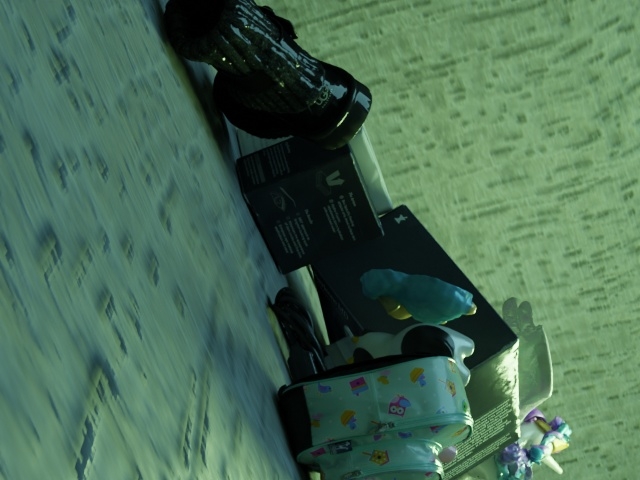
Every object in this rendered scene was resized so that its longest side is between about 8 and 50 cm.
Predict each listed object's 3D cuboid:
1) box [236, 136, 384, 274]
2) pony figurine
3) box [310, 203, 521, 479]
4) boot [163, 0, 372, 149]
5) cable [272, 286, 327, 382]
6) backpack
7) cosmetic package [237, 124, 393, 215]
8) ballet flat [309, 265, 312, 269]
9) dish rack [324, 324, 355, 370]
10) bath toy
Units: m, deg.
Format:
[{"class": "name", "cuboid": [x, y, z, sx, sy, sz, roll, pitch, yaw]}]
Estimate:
[{"class": "box", "cuboid": [-0.014, -0.059, 1.896, 0.093, 0.158, 0.156, -107, 175, -52]}, {"class": "pony figurine", "cuboid": [0.260, 0.308, 2.340, 0.302, 0.363, 0.351, -13, -79, 55]}, {"class": "box", "cuboid": [0.142, 0.161, 2.026, 0.296, 0.182, 0.294, 52, -16, 34]}, {"class": "boot", "cuboid": [-0.110, -0.244, 1.798, 0.260, 0.131, 0.348, 30, -8, -32]}, {"class": "cable", "cuboid": [-0.012, 0.143, 1.663, 0.150, 0.047, 0.185, 57, 12, -72]}, {"class": "backpack", "cuboid": [0.068, 0.195, 1.437, 0.166, 0.188, 0.144, 61, 8, -68]}, {"class": "cosmetic package", "cuboid": [-0.009, -0.108, 2.039, 0.151, 0.183, 0.151, -106, 174, -55]}, {"class": "ballet flat", "cuboid": [0.000, 0.000, 2.388, 0.091, 0.077, 0.241, -93, 159, -82]}, {"class": "dish rack", "cuboid": [0.090, 0.303, 1.857, 0.285, 0.072, 0.333, -120, -173, -66]}, {"class": "bath toy", "cuboid": [0.085, 0.205, 1.603, 0.129, 0.151, 0.348, 23, 58, -23]}]
